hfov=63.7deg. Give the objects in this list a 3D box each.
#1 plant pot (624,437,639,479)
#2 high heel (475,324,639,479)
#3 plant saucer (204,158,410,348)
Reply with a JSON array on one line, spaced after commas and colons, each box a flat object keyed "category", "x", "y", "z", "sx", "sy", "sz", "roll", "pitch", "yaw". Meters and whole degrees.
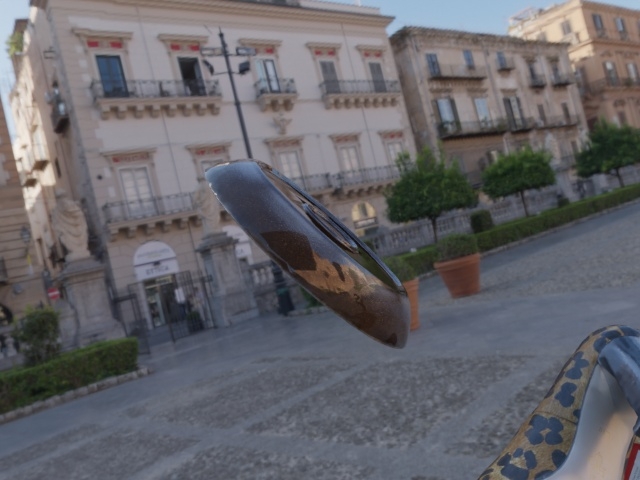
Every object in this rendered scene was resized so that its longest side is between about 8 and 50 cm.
[{"category": "plant pot", "x": 0.533, "y": 0.352, "z": 0.806, "sx": 0.174, "sy": 0.191, "sz": 0.191, "roll": 4, "pitch": -12, "yaw": -35}, {"category": "high heel", "x": 0.207, "y": 0.191, "z": 0.468, "sx": 0.261, "sy": 0.093, "sz": 0.186, "roll": -51, "pitch": -8, "yaw": 20}, {"category": "plant saucer", "x": 0.000, "y": 0.000, "z": 0.613, "sx": 0.050, "sy": 0.310, "sz": 0.310, "roll": -49, "pitch": -7, "yaw": 8}]
